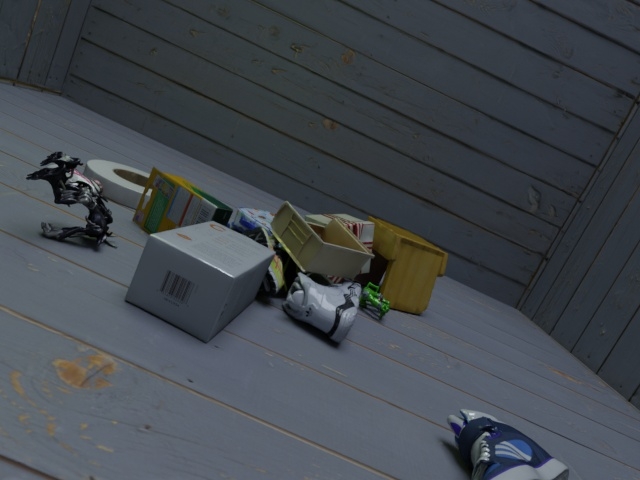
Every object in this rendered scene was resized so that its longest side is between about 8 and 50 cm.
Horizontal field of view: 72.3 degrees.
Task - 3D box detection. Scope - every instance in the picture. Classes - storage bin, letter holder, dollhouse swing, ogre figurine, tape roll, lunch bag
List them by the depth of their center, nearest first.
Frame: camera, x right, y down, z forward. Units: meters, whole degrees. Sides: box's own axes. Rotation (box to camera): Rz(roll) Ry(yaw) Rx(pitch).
[{"bbox_3d":[0.000,0.000,1.490,0.262,0.123,0.260,13,28,-46],"label":"storage bin"},{"bbox_3d":[0.214,0.232,1.723,0.118,0.097,0.197,38,23,5],"label":"ogre figurine"},{"bbox_3d":[-0.733,-0.211,1.750,0.392,0.072,0.392,24,10,-5],"label":"tape roll"},{"bbox_3d":[-0.245,-0.046,1.971,0.303,0.115,0.243,30,14,17],"label":"lunch bag"},{"bbox_3d":[0.353,0.117,2.008,0.346,0.305,0.315,17,14,-35],"label":"dollhouse swing"},{"bbox_3d":[0.166,0.109,2.135,0.301,0.214,0.152,27,-21,9],"label":"letter holder"}]

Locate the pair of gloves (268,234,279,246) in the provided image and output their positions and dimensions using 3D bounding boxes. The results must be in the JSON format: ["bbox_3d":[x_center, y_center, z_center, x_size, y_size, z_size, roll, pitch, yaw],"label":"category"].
[{"bbox_3d":[-0.254,0.017,1.486,0.240,0.042,0.204,-8,6,9],"label":"pair of gloves"}]

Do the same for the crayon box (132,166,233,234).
[{"bbox_3d":[-0.446,-0.079,1.403,0.323,0.203,0.083,31,12,27],"label":"crayon box"}]

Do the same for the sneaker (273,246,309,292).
[{"bbox_3d":[-0.161,0.099,1.492,0.147,0.145,0.384,-8,1,27],"label":"sneaker"}]

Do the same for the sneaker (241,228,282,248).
[{"bbox_3d":[-0.241,0.019,1.821,0.209,0.069,0.082,24,-20,28],"label":"sneaker"}]

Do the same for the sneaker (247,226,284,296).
[{"bbox_3d":[-0.160,0.060,1.316,0.081,0.209,0.094,-10,3,26],"label":"sneaker"}]

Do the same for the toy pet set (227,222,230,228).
[{"bbox_3d":[-0.441,-0.068,1.821,0.114,0.065,0.122,-17,24,-19],"label":"toy pet set"}]

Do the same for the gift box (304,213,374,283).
[{"bbox_3d":[0.062,0.029,1.875,0.276,0.255,0.258,-10,19,-31],"label":"gift box"}]

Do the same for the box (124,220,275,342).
[{"bbox_3d":[-0.280,0.081,1.107,0.215,0.168,0.345,26,11,5],"label":"box"}]

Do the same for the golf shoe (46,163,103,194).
[{"bbox_3d":[-0.838,-0.205,1.480,0.186,0.067,0.086,24,12,-11],"label":"golf shoe"}]

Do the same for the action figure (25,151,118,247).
[{"bbox_3d":[-0.629,-0.084,1.126,0.140,0.276,0.164,-11,43,-1],"label":"action figure"}]

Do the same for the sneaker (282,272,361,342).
[{"bbox_3d":[0.009,0.177,1.389,0.210,0.137,0.366,28,13,0],"label":"sneaker"}]

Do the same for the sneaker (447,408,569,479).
[{"bbox_3d":[0.328,0.450,0.896,0.322,0.130,0.236,11,8,-39],"label":"sneaker"}]

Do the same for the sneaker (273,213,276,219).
[{"bbox_3d":[-0.150,-0.075,1.895,0.084,0.058,0.152,21,11,-38],"label":"sneaker"}]

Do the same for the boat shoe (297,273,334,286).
[{"bbox_3d":[-0.025,0.166,1.551,0.081,0.069,0.227,32,12,22],"label":"boat shoe"}]
